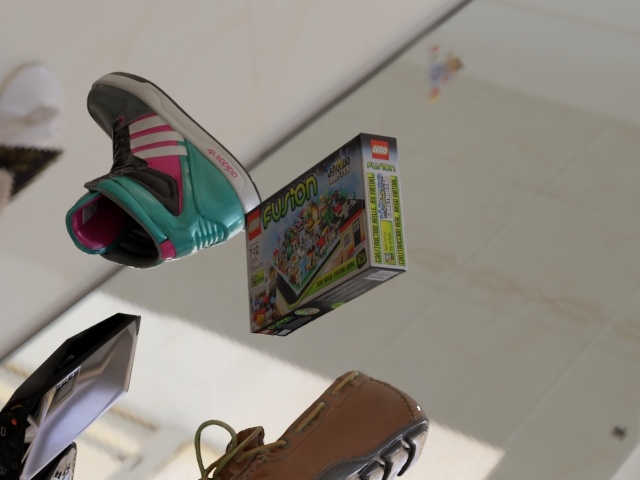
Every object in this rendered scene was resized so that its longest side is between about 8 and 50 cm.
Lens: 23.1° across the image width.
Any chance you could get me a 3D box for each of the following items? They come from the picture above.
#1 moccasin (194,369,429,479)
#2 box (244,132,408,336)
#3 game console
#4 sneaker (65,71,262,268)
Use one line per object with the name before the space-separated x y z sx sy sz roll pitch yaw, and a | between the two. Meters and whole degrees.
moccasin | -0.055 0.249 1.605 0.147 0.380 0.139 37 -35 26
box | 0.000 0.000 1.306 0.207 0.036 0.114 -33 -123 55
game console | -0.296 0.254 1.782 0.044 0.213 0.361 27 -52 17
sneaker | -0.219 -0.068 1.751 0.295 0.178 0.123 39 -31 36
